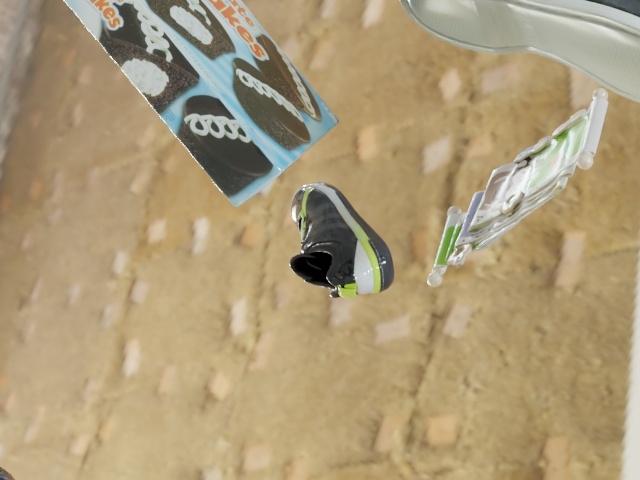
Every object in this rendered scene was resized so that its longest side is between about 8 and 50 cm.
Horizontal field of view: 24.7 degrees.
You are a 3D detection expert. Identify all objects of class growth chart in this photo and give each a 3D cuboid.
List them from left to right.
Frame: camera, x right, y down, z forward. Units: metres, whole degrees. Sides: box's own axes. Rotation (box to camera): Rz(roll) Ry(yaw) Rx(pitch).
[{"bbox_3d":[0.209,-0.058,1.536,0.237,0.021,0.172,-39,-164,27],"label":"growth chart"}]

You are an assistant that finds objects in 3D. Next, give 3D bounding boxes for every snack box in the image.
[{"bbox_3d":[-0.126,-0.191,1.261,0.060,0.322,0.187,-38,-176,23],"label":"snack box"}]

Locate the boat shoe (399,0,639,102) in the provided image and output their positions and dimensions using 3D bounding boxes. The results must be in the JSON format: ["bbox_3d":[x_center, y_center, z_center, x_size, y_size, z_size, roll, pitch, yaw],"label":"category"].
[{"bbox_3d":[0.206,-0.185,1.138,0.303,0.114,0.091,24,-109,24],"label":"boat shoe"}]

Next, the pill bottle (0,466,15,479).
[{"bbox_3d":[-0.352,0.308,1.514,0.122,0.123,0.219,-57,-135,13],"label":"pill bottle"}]

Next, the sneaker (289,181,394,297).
[{"bbox_3d":[0.000,0.000,1.763,0.235,0.097,0.084,42,-35,55],"label":"sneaker"}]
